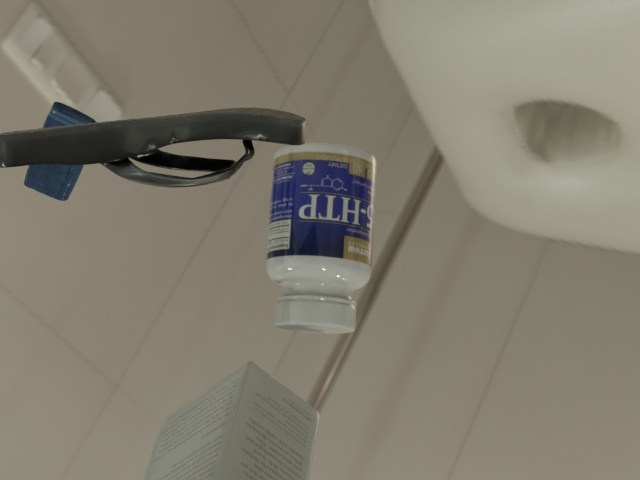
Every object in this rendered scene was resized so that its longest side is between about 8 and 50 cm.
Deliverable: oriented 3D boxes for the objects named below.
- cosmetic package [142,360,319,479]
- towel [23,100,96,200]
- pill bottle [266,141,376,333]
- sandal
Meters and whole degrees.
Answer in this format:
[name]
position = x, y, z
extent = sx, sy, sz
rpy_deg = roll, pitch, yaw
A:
[cosmetic package]
position = -0.157, 0.421, 1.488
extent = 0.161, 0.453, 0.230
rpy_deg = 41, 124, -21
[towel]
position = -0.336, -0.114, 1.334
extent = 0.067, 0.119, 0.029
rpy_deg = 26, -161, -3
[pill bottle]
position = 0.000, 0.000, 1.077
extent = 0.111, 0.187, 0.112
rpy_deg = 3, 169, 1
[sandal]
position = -0.130, -0.069, 0.799
extent = 0.254, 0.055, 0.097
rpy_deg = -4, -171, 15
